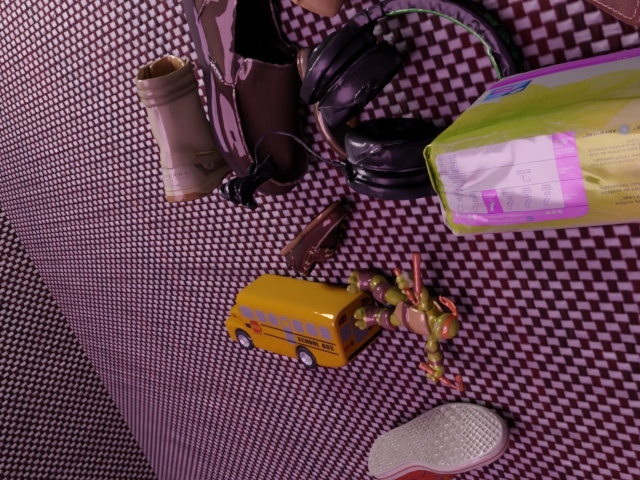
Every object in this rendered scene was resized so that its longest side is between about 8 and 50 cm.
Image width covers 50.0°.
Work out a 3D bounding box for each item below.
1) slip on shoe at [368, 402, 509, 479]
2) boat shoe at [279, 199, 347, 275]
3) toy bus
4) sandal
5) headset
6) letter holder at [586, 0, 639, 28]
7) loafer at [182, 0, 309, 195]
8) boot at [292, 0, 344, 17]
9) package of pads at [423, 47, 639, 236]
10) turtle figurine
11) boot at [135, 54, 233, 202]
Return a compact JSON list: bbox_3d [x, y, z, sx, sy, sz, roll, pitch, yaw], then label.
[{"bbox_3d":[0.213,0.368,1.204,0.101,0.123,0.331,27,143,-19],"label":"slip on shoe"},{"bbox_3d":[0.000,0.000,1.157,0.073,0.073,0.207,49,151,3],"label":"boat shoe"},{"bbox_3d":[-0.049,0.147,1.293,0.333,0.108,0.130,7,123,45],"label":"toy bus"},{"bbox_3d":[0.022,-0.196,0.986,0.049,0.072,0.180,-15,104,29],"label":"sandal"},{"bbox_3d":[0.052,-0.144,0.859,0.394,0.185,0.243,-19,106,35],"label":"headset"},{"bbox_3d":[0.266,-0.351,0.515,0.214,0.152,0.301,-124,26,-45],"label":"letter holder"},{"bbox_3d":[-0.096,-0.234,1.014,0.130,0.134,0.365,5,122,46],"label":"loafer"},{"bbox_3d":[0.043,-0.380,0.795,0.236,0.089,0.269,50,145,23],"label":"boot"},{"bbox_3d":[0.264,-0.099,0.610,0.297,0.229,0.101,-5,114,35],"label":"package of pads"},{"bbox_3d":[0.139,0.103,1.073,0.217,0.087,0.269,17,139,49],"label":"turtle figurine"},{"bbox_3d":[-0.204,-0.195,1.092,0.095,0.262,0.203,-7,114,15],"label":"boot"}]
